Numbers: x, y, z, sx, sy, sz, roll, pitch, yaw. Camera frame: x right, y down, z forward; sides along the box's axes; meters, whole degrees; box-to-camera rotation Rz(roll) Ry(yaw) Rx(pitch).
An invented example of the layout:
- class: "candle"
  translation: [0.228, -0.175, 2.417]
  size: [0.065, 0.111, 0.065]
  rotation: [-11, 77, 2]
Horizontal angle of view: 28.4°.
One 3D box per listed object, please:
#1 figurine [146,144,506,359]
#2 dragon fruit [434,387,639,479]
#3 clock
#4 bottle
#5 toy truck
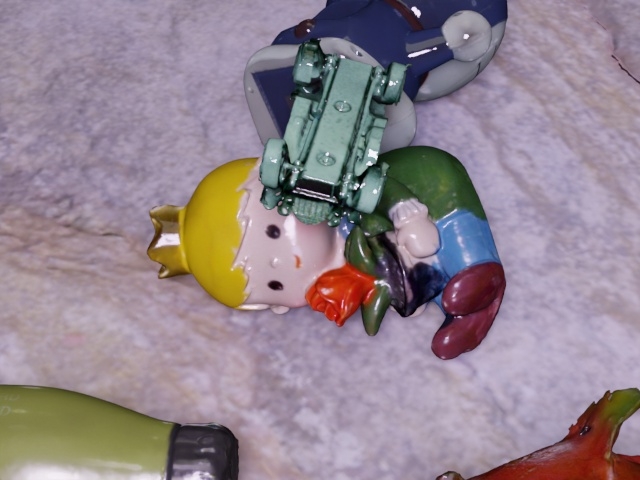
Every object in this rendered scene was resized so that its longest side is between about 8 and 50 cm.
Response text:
- class: "figurine"
  translation: [-0.001, 0.013, 0.896]
  size: [0.234, 0.127, 0.185]
  rotation: [-5, 51, -16]
- class: "dragon fruit"
  translation: [0.151, 0.180, 0.639]
  size: [0.269, 0.198, 0.200]
  rotation: [-18, -4, 26]
- class: "clock"
  translation: [0.057, -0.162, 1.033]
  size: [0.199, 0.146, 0.243]
  rotation: [-8, 30, 42]
- class: "bottle"
  translation: [-0.181, 0.143, 0.768]
  size: [0.260, 0.112, 0.112]
  rotation: [1, 44, 6]
- class: "toy truck"
  translation: [0.008, -0.064, 0.846]
  size: [0.080, 0.078, 0.154]
  rotation: [14, 44, 0]
